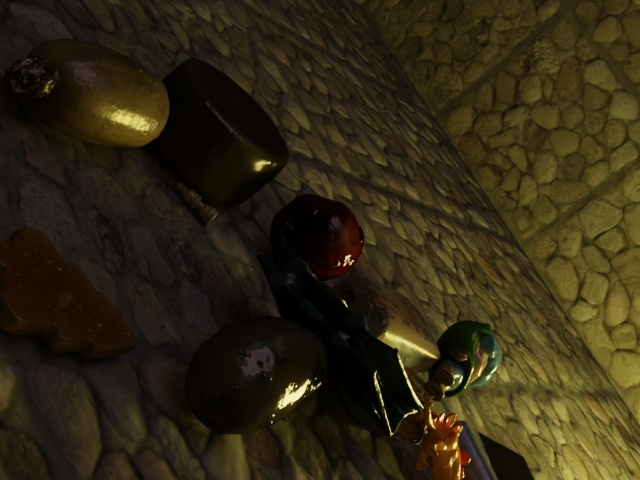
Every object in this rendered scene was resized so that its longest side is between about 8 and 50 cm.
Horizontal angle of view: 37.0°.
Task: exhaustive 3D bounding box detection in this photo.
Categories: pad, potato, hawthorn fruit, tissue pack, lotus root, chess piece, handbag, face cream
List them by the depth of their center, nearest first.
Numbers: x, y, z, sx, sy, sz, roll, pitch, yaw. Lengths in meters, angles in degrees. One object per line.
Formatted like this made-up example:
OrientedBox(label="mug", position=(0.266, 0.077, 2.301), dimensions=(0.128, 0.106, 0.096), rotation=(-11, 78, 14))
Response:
OrientedBox(label="potato", position=(-0.090, 0.193, 1.400), dimensions=(0.165, 0.165, 0.262), rotation=(57, 23, 16))
OrientedBox(label="lotus root", position=(-0.378, -0.245, 1.563), dimensions=(0.169, 0.151, 0.342), rotation=(58, 19, 19))
OrientedBox(label="handbag", position=(0.027, 0.159, 1.572), dimensions=(0.326, 0.089, 0.238), rotation=(44, -14, 39))
OrientedBox(label="chess piece", position=(-0.229, -0.071, 1.746), dimensions=(0.092, 0.035, 0.035), rotation=(44, 21, -6))
OrientedBox(label="face cream", position=(0.304, 0.467, 1.867), dimensions=(0.075, 0.075, 0.229), rotation=(24, 33, -50))
OrientedBox(label="hawthorn fruit", position=(0.000, 0.000, 1.916), dimensions=(0.181, 0.181, 0.235), rotation=(58, 9, 19))
OrientedBox(label="tissue pack", position=(0.141, 0.173, 2.007), dimensions=(0.222, 0.090, 0.186), rotation=(30, 26, -46))
OrientedBox(label="pad", position=(0.431, 0.513, 2.150), dimensions=(0.190, 0.004, 0.127), rotation=(32, 27, -38))

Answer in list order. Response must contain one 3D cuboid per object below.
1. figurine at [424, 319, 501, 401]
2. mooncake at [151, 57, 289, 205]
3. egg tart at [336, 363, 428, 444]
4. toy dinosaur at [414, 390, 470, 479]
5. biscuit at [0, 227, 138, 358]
OrientedBox(label="figurine", position=(0.308, 0.265, 2.107), dimensions=(0.143, 0.162, 0.263), rotation=(33, 28, 18))
OrientedBox(label="mooncake", position=(-0.204, -0.203, 1.831), dimensions=(0.284, 0.155, 0.284), rotation=(45, 18, -18))
OrientedBox(label="egg tart", position=(0.105, 0.281, 1.750), dimensions=(0.234, 0.094, 0.234), rotation=(43, 19, -19))
OrientedBox(label="toy dinosaur", position=(0.218, 0.368, 1.707), dimensions=(0.117, 0.070, 0.288), rotation=(-37, 123, -48))
OrientedBox(label="biscuit", position=(-0.341, 0.083, 1.249), dimensions=(0.238, 0.041, 0.212), rotation=(40, 17, -26))
